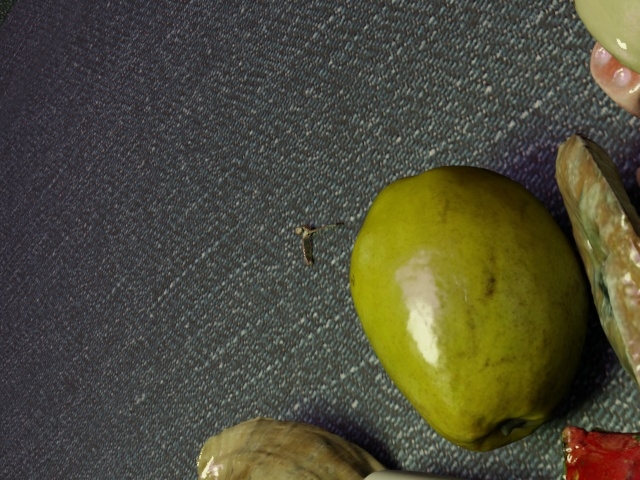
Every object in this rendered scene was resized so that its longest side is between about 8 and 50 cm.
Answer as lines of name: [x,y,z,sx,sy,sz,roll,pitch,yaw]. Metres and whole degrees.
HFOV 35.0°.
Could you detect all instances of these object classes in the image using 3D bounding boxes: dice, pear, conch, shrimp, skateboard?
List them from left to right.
conch: [-0.033,0.365,1.308,0.324,0.186,0.263,41,90,9]
skateboard: [0.000,0.000,1.540,0.083,0.032,0.064,-20,75,51]
pear: [0.164,0.068,1.119,0.253,0.253,0.307,-38,55,41]
dice: [0.350,-0.187,1.074,0.094,0.093,0.091,-52,44,31]
shrimp: [0.301,0.045,0.923,0.110,0.221,0.446,-22,30,8]

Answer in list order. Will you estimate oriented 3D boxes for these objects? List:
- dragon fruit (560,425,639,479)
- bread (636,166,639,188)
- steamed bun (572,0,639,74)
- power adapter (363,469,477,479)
dragon fruit: [0.304,0.306,0.946,0.200,0.198,0.269,20,118,53]
bread: [0.363,-0.003,0.965,0.077,0.152,0.105,-1,75,53]
steamed bun: [0.350,-0.281,0.914,0.247,0.339,0.352,141,134,-57]
power adapter: [0.138,0.356,1.125,0.255,0.124,0.187,157,117,-67]
